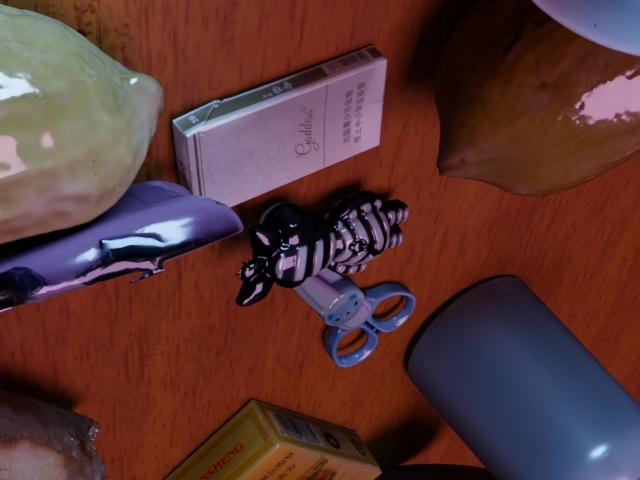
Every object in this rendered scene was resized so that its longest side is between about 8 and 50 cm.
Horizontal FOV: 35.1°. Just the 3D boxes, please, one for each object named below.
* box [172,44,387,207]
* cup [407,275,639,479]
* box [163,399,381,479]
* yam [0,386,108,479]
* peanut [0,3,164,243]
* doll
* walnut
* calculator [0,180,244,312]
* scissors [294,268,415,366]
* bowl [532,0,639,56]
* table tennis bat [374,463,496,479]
[{"bbox_3d":[-0.033,-0.095,0.890,0.198,0.029,0.109,-24,144,-20],"label":"box"},{"bbox_3d":[0.279,0.220,1.297,0.205,0.312,0.205,-25,144,-20],"label":"cup"},{"bbox_3d":[-0.059,0.312,1.320,0.174,0.076,0.274,-42,146,12],"label":"box"},{"bbox_3d":[-0.305,0.197,0.923,0.238,0.129,0.128,40,66,-56],"label":"yam"},{"bbox_3d":[-0.249,-0.054,0.634,0.340,0.158,0.174,-24,121,-24],"label":"peanut"},{"bbox_3d":[0.000,0.000,1.000,0.219,0.067,0.091,-16,130,-40],"label":"doll"},{"bbox_3d":[0.220,-0.155,0.894,0.298,0.203,0.203,-35,146,-4],"label":"walnut"},{"bbox_3d":[-0.215,0.012,0.743,0.294,0.194,0.043,-19,106,-18],"label":"calculator"},{"bbox_3d":[0.022,0.069,1.137,0.125,0.030,0.256,-43,146,4],"label":"scissors"},{"bbox_3d":[0.267,-0.313,0.730,0.345,0.157,0.345,1,112,2],"label":"bowl"},{"bbox_3d":[0.186,0.352,1.456,0.200,0.038,0.310,-3,179,-34],"label":"table tennis bat"}]
